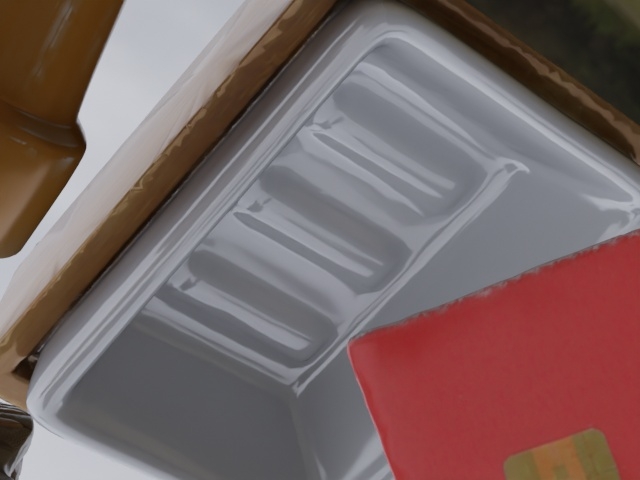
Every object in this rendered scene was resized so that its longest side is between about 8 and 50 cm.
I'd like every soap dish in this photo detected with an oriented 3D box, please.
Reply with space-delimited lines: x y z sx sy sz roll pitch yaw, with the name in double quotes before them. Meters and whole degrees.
"soap dish" 0.000 0.000 0.948 0.229 0.291 0.118 30 -157 -33

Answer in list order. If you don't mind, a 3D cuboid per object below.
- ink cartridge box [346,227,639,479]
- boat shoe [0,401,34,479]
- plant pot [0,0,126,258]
"ink cartridge box" 0.156 0.113 0.351 0.066 0.261 0.296 -8 -103 -69
"boat shoe" -0.235 0.168 1.140 0.123 0.116 0.324 8 -171 -8
"plant pot" -0.153 -0.127 0.768 0.205 0.188 0.205 35 -173 -5
